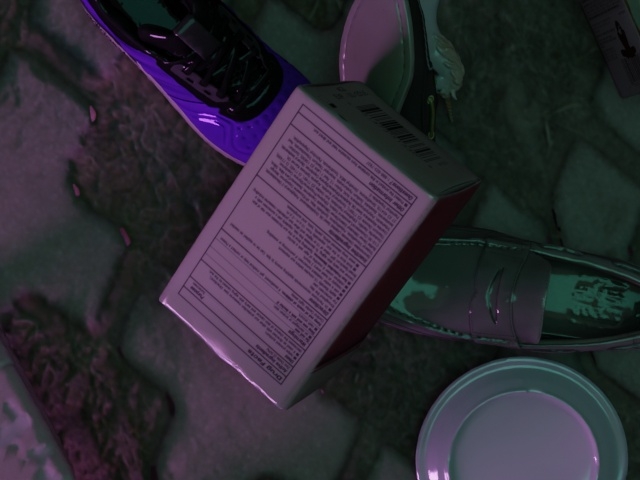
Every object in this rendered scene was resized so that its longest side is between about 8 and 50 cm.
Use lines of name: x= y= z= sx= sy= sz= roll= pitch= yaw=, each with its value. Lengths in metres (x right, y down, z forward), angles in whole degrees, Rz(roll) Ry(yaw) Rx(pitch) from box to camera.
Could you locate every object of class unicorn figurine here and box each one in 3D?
unicorn figurine: x=0.083 y=-0.198 z=1.117 sx=0.111 sy=0.060 sz=0.161 roll=7 pitch=92 yaw=-3

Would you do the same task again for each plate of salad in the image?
plate of salad: x=0.190 y=0.207 z=1.141 sx=0.200 sy=0.048 sz=0.199 roll=0 pitch=95 yaw=2

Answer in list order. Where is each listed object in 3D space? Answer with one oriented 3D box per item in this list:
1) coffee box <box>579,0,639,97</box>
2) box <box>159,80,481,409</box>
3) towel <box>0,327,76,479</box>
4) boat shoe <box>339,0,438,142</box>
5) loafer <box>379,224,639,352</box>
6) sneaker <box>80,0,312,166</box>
coffee box: x=0.311 y=-0.277 z=1.127 sx=0.141 sy=0.098 sz=0.246 roll=-24 pitch=94 yaw=-7
box: x=0.000 y=0.000 z=1.015 sx=0.149 sy=0.127 sz=0.232 roll=41 pitch=113 yaw=13
towel: x=-0.360 y=0.238 z=0.984 sx=0.332 sy=0.053 sz=0.317 roll=-35 pitch=56 yaw=-7
boat shoe: x=0.067 y=-0.126 z=1.079 sx=0.069 sy=0.081 sz=0.227 roll=-22 pitch=125 yaw=-40
loafer: x=0.179 y=0.045 z=1.105 sx=0.320 sy=0.111 sz=0.112 roll=4 pitch=90 yaw=-8
sneaker: x=-0.102 y=-0.160 z=1.049 sx=0.293 sy=0.146 sz=0.102 roll=39 pitch=86 yaw=-6
